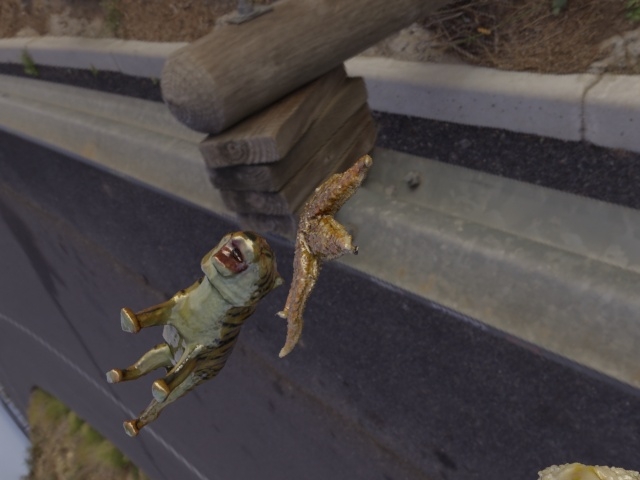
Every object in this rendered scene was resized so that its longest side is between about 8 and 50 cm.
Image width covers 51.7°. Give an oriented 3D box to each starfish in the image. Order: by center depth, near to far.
[{"bbox_3d":[-0.004,-0.002,0.914,0.060,0.299,0.302,20,155,-9],"label":"starfish"}]

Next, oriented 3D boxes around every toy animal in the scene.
[{"bbox_3d":[-0.094,0.077,0.474,0.056,0.099,0.241,49,144,15],"label":"toy animal"}]

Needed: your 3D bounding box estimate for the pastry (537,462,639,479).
[{"bbox_3d":[0.249,0.320,0.610,0.122,0.258,0.089,-17,115,34],"label":"pastry"}]
